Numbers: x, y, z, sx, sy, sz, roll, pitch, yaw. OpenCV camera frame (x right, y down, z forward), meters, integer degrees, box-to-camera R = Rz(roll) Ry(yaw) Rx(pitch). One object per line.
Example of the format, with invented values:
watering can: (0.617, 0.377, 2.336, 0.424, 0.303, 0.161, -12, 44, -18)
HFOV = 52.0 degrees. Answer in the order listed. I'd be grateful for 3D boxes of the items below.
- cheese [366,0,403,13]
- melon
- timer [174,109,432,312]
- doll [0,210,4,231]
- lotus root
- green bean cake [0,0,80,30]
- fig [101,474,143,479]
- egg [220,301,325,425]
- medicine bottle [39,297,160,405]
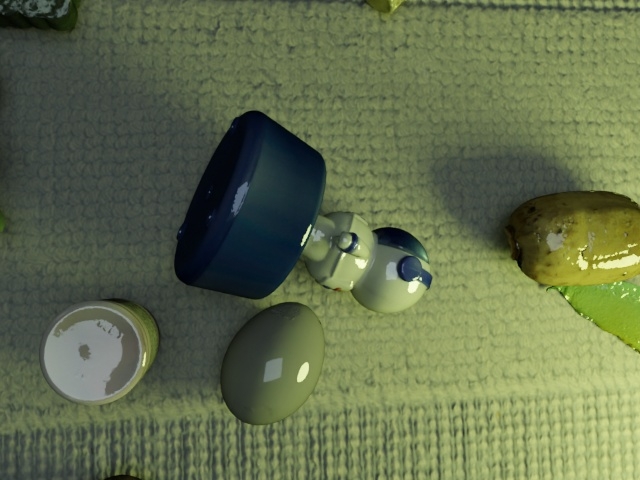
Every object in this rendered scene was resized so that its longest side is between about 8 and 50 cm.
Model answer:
cheese: (0.133, -0.486, 1.123, 0.123, 0.094, 0.167, 44, 84, -14)
melon: (0.523, 0.123, 1.172, 0.261, 0.053, 0.114, 22, 101, -3)
timer: (0.000, 0.000, 1.005, 0.383, 0.270, 0.270, 24, 82, -21)
doll: (-0.535, -0.155, 0.909, 0.216, 0.284, 0.268, -35, 67, -10)
lotus root: (0.449, -0.005, 1.109, 0.284, 0.146, 0.160, -5, 94, -5)
green bean cake: (-0.466, -0.424, 1.016, 0.183, 0.094, 0.185, 4, 85, -10)
fig: (-0.353, 0.437, 0.973, 0.245, 0.149, 0.149, -16, 88, 9)
egg: (-0.070, 0.187, 1.007, 0.146, 0.146, 0.199, 37, 73, -5)
medicine bottle: (-0.297, 0.146, 0.921, 0.133, 0.249, 0.133, 1, 86, -10)
